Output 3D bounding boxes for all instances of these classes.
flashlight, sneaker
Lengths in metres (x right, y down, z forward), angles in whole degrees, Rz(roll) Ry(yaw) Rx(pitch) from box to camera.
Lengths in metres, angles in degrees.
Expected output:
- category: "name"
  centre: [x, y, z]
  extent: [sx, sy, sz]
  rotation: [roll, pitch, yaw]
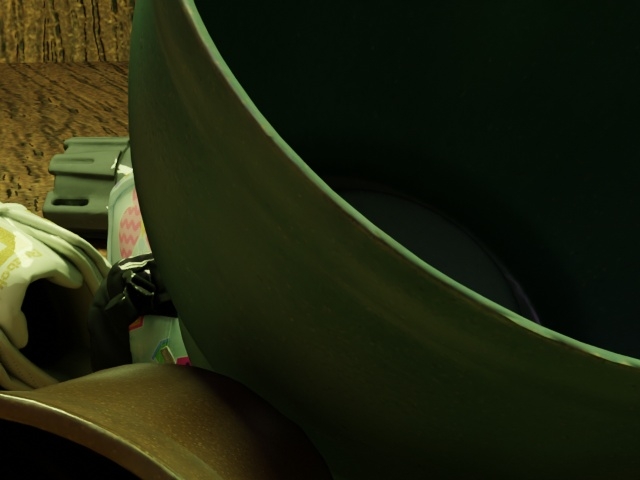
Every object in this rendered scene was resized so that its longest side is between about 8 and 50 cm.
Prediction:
- category: "flashlight"
  centre: [-0.057, -0.045, 1.181]
  extent: [0.304, 0.103, 0.103]
  rotation: [2, -13, 12]
- category: "sneaker"
  centre: [-0.200, -0.025, 0.757]
  extent: [0.169, 0.292, 0.108]
  rotation: [18, 63, 44]

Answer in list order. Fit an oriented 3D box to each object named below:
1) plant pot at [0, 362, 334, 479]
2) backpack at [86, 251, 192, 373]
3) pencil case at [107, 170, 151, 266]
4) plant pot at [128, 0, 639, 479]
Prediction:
- category: "plant pot"
  centre: [-0.064, 0.106, 0.403]
  extent: [0.167, 0.167, 0.165]
  rotation: [3, 6, 11]
- category: "backpack"
  centre: [-0.001, 0.051, 0.720]
  extent: [0.182, 0.115, 0.152]
  rotation: [10, 29, 28]
- category: "pencil case"
  centre: [0.000, 0.000, 0.954]
  extent: [0.273, 0.113, 0.124]
  rotation: [-7, 58, -33]
- category: "plant pot"
  centre: [0.054, -0.019, 0.552]
  extent: [0.293, 0.196, 0.293]
  rotation: [14, 48, -16]
